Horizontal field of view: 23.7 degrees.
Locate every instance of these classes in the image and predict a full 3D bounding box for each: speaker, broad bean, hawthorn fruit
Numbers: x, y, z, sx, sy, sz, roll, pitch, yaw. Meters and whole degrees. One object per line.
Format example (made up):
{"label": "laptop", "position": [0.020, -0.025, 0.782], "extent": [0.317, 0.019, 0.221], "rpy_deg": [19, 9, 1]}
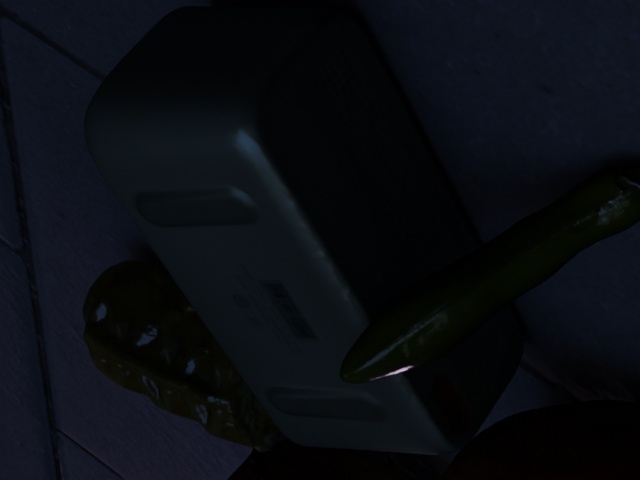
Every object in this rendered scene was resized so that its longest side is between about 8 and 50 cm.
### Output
{"label": "speaker", "position": [0.000, 0.000, 1.256], "extent": [0.184, 0.183, 0.406], "rpy_deg": [2, 134, 43]}
{"label": "broad bean", "position": [0.139, 0.019, 1.113], "extent": [0.325, 0.075, 0.067], "rpy_deg": [-35, 113, 21]}
{"label": "hawthorn fruit", "position": [0.235, 0.233, 1.259], "extent": [0.262, 0.210, 0.210], "rpy_deg": [-18, 121, 23]}

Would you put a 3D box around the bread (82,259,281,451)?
{"label": "bread", "position": [-0.148, 0.115, 1.649], "extent": [0.267, 0.130, 0.152], "rpy_deg": [22, 106, 34]}

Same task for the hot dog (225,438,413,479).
{"label": "hot dog", "position": [-0.019, 0.404, 1.626], "extent": [0.365, 0.196, 0.367], "rpy_deg": [-38, 65, 25]}
